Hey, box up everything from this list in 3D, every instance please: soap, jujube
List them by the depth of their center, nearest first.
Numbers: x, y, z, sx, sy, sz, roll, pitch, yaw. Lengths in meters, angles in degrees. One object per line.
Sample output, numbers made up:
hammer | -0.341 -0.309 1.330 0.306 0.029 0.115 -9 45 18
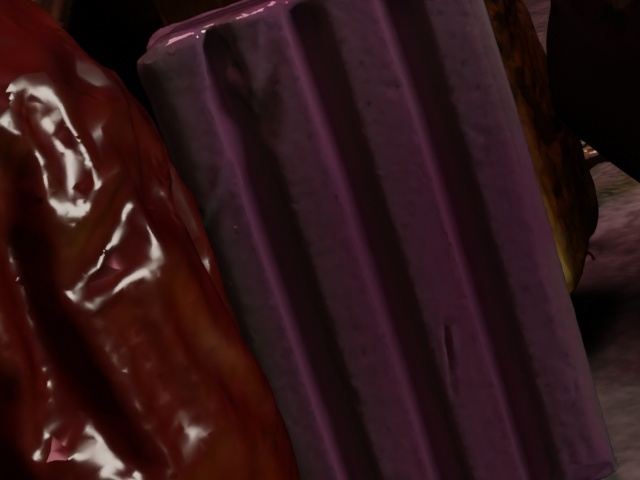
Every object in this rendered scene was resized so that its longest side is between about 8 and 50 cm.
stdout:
jujube | -0.102 0.044 0.382 0.174 0.251 0.174 -17 9 3
soap | 0.022 0.003 0.503 0.122 0.203 0.065 -18 12 1

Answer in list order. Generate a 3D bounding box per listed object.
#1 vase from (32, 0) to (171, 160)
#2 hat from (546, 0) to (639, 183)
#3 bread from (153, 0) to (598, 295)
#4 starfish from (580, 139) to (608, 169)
vase | -0.165 -0.005 0.709 0.302 0.241 0.329 -24 46 28
hat | 0.163 -0.082 0.622 0.209 0.336 0.238 -51 25 17
bread | 0.010 -0.104 0.638 0.148 0.344 0.195 -16 15 24
starfish | 0.108 -0.027 0.848 0.216 0.050 0.223 -9 15 46
